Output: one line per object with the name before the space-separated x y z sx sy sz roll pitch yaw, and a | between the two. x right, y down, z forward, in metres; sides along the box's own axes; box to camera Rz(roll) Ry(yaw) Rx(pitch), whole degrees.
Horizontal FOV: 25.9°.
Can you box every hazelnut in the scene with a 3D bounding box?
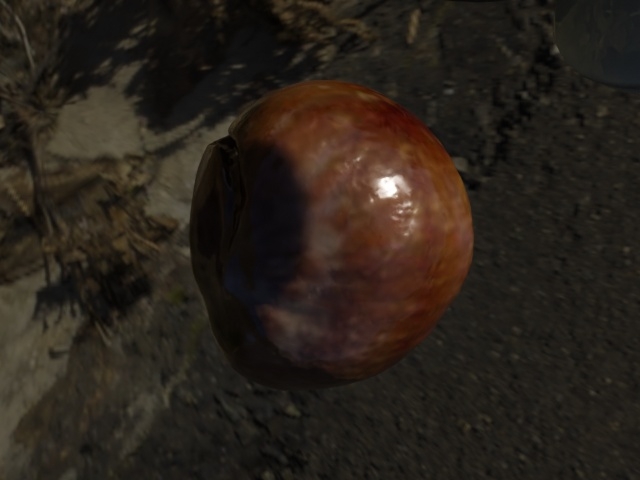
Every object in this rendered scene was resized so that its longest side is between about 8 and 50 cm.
hazelnut | 0.000 0.000 0.675 0.143 0.143 0.154 6 113 -12

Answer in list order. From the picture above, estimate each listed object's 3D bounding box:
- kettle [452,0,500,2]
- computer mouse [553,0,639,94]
kettle | 0.142 -0.331 0.803 0.321 0.324 0.228 -23 71 -10
computer mouse | 0.228 -0.175 0.785 0.231 0.128 0.079 -49 135 -5
